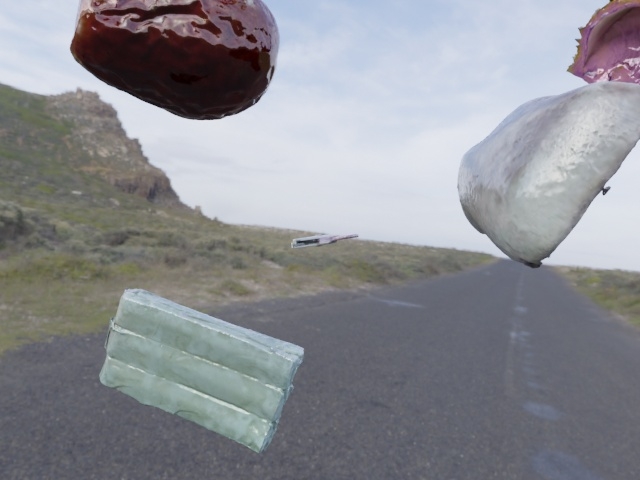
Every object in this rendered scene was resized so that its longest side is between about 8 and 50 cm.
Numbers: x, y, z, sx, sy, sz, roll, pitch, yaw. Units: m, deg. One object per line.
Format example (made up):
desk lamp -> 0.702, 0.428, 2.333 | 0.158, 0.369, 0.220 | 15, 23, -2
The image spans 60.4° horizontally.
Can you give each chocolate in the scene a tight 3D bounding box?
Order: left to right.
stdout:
chocolate -> 0.222, -0.083, 0.597 | 0.100, 0.185, 0.303 | 34, 9, -2

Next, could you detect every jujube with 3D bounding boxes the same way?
jujube -> -0.182, -0.254, 0.713 | 0.255, 0.190, 0.190 | 6, 1, -28

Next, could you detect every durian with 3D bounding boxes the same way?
durian -> 0.575, -0.299, 0.878 | 0.112, 0.191, 0.341 | -25, 47, -27

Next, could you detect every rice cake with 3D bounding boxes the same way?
rice cake -> -0.131, 0.130, 0.572 | 0.211, 0.124, 0.038 | 22, 11, 13

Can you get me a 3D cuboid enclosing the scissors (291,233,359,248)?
scissors -> 0.000, 0.000, 1.020 | 0.085, 0.022, 0.176 | -6, 0, 34
